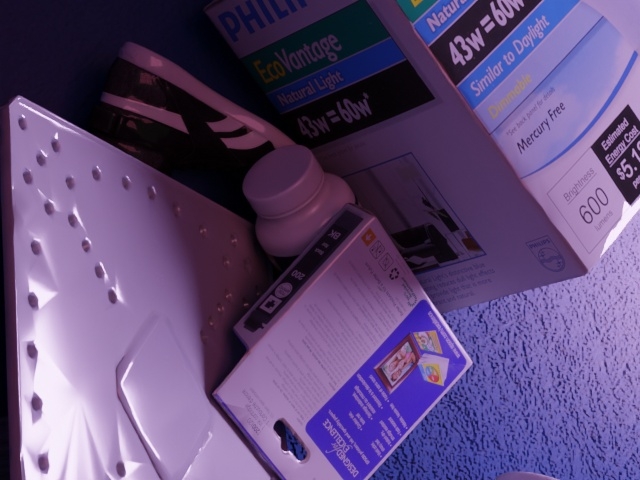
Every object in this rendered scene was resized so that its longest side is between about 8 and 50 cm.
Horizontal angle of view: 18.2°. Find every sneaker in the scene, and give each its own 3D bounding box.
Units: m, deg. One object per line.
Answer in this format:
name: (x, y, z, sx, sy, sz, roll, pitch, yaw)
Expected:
sneaker: (-0.117, -0.074, 1.750, 0.217, 0.079, 0.121, 31, 87, -33)

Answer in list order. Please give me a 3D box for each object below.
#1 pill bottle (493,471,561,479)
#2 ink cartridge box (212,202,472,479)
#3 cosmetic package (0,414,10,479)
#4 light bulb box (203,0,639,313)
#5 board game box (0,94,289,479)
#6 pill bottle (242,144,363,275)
pill bottle: (0.143, 0.413, 1.728, 0.224, 0.224, 0.392, 41, 65, -19)
ink cartridge box: (0.013, 0.110, 1.712, 0.208, 0.045, 0.206, -48, 130, -16)
cosmetic package: (-0.199, 0.250, 1.612, 0.107, 0.127, 0.238, -11, 86, -32)
light bulb box: (0.156, -0.189, 1.814, 0.361, 0.225, 0.358, 53, 54, -13)
board game box: (-0.140, 0.129, 1.561, 0.390, 0.050, 0.390, 30, 50, -57)
pill bottle: (0.000, 0.000, 1.758, 0.094, 0.094, 0.169, -51, 128, -26)
